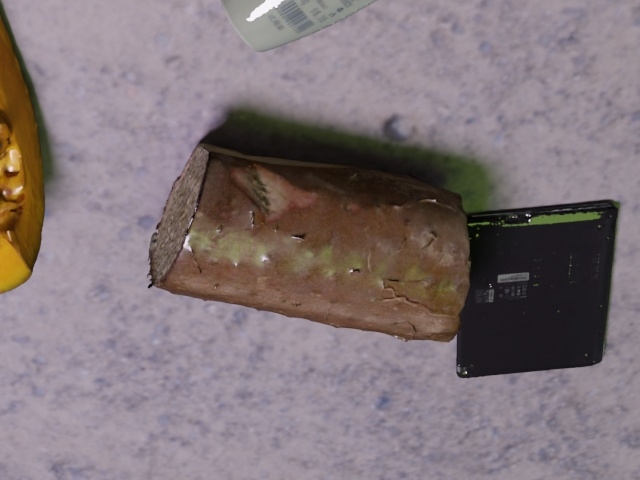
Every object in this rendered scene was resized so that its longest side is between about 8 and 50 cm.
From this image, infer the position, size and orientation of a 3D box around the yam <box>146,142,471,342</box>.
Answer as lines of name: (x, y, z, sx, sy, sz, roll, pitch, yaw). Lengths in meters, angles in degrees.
yam: (-0.001, 0.002, 1.193, 0.238, 0.129, 0.128, 12, 129, -16)

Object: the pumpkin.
pumpkin: (-0.293, -0.091, 1.109, 0.163, 0.111, 0.278, -1, 134, 14)

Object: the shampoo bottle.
shampoo bottle: (0.033, -0.198, 1.081, 0.212, 0.049, 0.072, -27, 124, 16)

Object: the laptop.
laptop: (0.176, 0.045, 1.327, 0.129, 0.016, 0.180, -5, 132, -2)
